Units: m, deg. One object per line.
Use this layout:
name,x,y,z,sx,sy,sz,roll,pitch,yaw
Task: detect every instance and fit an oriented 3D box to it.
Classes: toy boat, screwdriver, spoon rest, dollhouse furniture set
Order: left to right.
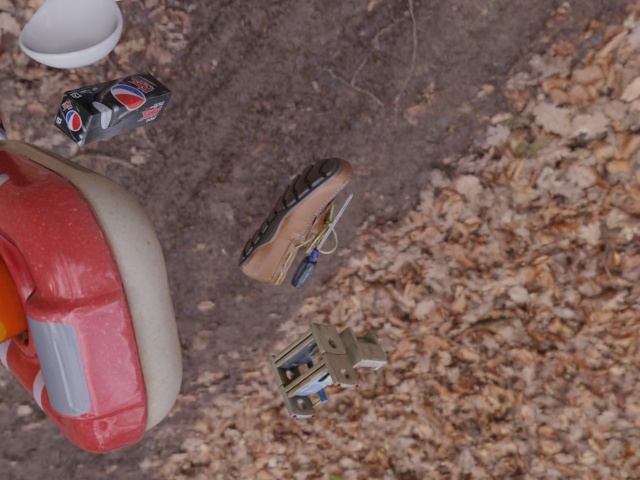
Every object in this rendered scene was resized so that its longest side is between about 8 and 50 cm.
toy boat,-0.189,0.034,0.391,0.151,0.231,0.150,-21,117,-35
spoon rest,-0.337,-0.325,1.011,0.137,0.276,0.084,-6,130,1
screwdriver,0.000,0.000,0.995,0.025,0.024,0.169,24,118,-5
dollhouse furniture set,0.026,0.250,1.358,0.129,0.128,0.184,-41,146,27

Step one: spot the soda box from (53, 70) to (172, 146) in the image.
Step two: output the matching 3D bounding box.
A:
soda box,-0.288,-0.188,1.009,0.060,0.053,0.169,-55,171,35

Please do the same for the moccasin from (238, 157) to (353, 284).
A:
moccasin,-0.038,-0.029,1.553,0.147,0.139,0.380,30,123,-13

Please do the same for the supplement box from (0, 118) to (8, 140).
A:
supplement box,-0.381,-0.200,0.661,0.073,0.239,0.130,-24,167,-5
